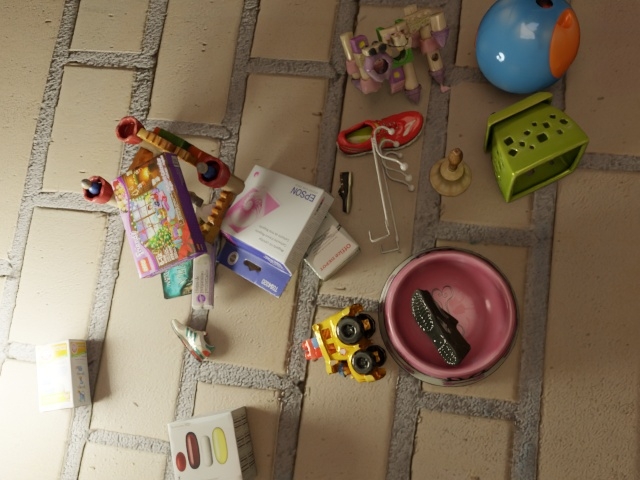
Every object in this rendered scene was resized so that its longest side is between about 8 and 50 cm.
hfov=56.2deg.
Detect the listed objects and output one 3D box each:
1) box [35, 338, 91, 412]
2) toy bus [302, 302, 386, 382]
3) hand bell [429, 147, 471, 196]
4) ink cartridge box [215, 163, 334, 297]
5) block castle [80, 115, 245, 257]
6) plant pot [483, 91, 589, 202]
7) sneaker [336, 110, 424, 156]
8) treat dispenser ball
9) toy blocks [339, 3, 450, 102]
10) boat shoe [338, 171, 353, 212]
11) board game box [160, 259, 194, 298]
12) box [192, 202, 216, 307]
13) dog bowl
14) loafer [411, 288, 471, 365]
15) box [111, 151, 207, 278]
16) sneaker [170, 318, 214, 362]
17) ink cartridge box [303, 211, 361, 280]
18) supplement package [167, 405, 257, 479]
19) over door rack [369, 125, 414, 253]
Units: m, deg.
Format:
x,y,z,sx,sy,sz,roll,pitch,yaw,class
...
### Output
x,y,z,sx,sy,sz,roll,pitch,yaw,class
-0.788,0.412,1.838,0.114,0.103,0.203,-10,78,6,box
0.062,0.316,1.717,0.211,0.149,0.220,-24,79,17,toy bus
0.378,-0.214,1.708,0.126,0.242,0.126,-1,80,8,hand bell
-0.159,-0.040,1.774,0.324,0.071,0.330,24,82,41,ink cartridge box
-0.479,-0.169,1.789,0.453,0.213,0.303,28,89,27,block castle
0.590,-0.272,1.702,0.227,0.228,0.207,-25,71,4,plant pot
0.183,-0.327,1.822,0.279,0.118,0.107,-19,78,5,sneaker
0.589,-0.569,1.719,0.288,0.288,0.288,-2,79,8,treat dispenser ball
0.245,-0.516,1.786,0.288,0.309,0.260,-24,119,-4,toy blocks
0.076,-0.147,1.842,0.042,0.049,0.133,-1,77,14,boat shoe
-0.444,0.082,1.887,0.126,0.026,0.186,-14,78,6,board game box
-0.356,0.048,1.844,0.063,0.067,0.324,1,76,-6,box
0.360,0.206,1.681,0.407,0.150,0.408,-2,79,9,dog bowl
0.317,0.222,1.579,0.078,0.080,0.220,-21,73,-29,loafer
-0.442,-0.067,1.634,0.200,0.057,0.293,-23,81,22,box
-0.388,0.292,1.832,0.075,0.057,0.161,-38,75,-17,sneaker
0.000,0.000,1.804,0.153,0.087,0.208,-41,75,0,ink cartridge box
-0.306,0.598,1.707,0.194,0.149,0.203,-13,79,6,supplement package
0.210,-0.136,1.724,0.108,0.239,0.324,-1,79,14,over door rack
